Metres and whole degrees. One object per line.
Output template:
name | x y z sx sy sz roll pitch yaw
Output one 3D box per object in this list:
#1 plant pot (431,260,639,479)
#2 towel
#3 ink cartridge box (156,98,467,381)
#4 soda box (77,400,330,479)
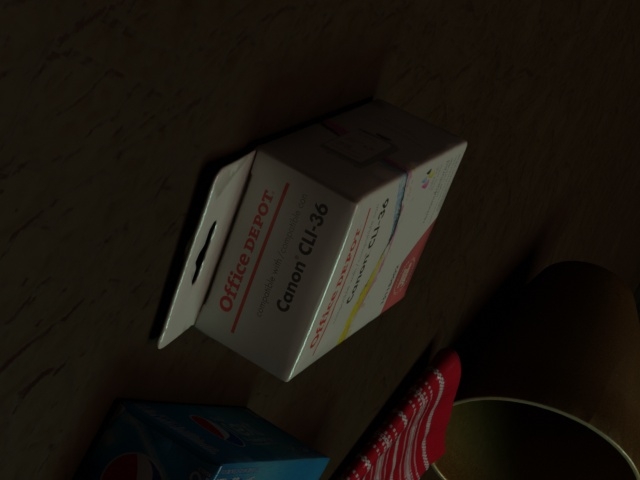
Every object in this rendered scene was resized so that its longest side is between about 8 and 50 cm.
plant pot | 0.264 0.154 1.467 0.237 0.237 0.254 96 16 -49
towel | 0.049 0.245 1.274 0.275 0.031 0.199 -47 157 -32
ink cartridge box | 0.000 0.000 0.730 0.198 0.067 0.115 -29 144 -58
soda box | -0.064 0.140 0.763 0.071 0.067 0.210 -61 162 0
